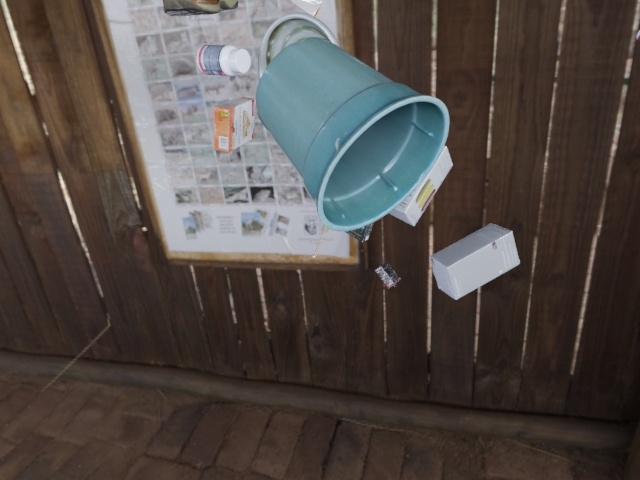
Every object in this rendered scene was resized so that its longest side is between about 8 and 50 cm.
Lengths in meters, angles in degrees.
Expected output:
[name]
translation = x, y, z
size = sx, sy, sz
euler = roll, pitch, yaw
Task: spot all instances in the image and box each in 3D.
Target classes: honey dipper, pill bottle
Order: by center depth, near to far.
[pill bottle]
translation = -0.349, -0.653, 1.644
size = 0.180, 0.107, 0.108
euler = 14, 29, 29
[honey dipper]
translation = 0.000, 0.000, 1.881
size = 0.031, 0.160, 0.030
euler = 23, -1, 0

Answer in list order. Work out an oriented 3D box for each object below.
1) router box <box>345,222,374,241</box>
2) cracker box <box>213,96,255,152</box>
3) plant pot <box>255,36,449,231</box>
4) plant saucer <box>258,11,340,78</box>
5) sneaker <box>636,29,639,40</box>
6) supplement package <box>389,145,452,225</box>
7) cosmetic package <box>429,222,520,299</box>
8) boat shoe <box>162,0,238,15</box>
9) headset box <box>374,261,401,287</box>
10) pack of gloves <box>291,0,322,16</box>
[router box]
translation = 0.090, -0.065, 1.261
size = 0.122, 0.092, 0.038
euler = 33, 37, 27
[cracker box]
translation = -0.314, -0.433, 1.676
size = 0.067, 0.155, 0.232
euler = 12, 28, 10
[plant pot]
translation = 0.045, -0.257, 1.014
size = 0.341, 0.341, 0.334
euler = -20, 57, -31
[plant saucer]
translation = -0.058, -0.646, 1.725
size = 0.401, 0.400, 0.101
euler = 12, 30, 35
[sneaker]
translation = 0.754, -0.458, 0.983
size = 0.042, 0.066, 0.118
euler = -4, -15, -25
[supplement package]
translation = 0.296, -0.194, 1.459
size = 0.134, 0.244, 0.139
euler = 31, -2, 30
[cosmetic package]
translation = 0.461, 0.061, 1.363
size = 0.238, 0.127, 0.107
euler = -30, 25, -12
[boat shoe]
translation = -0.291, -0.607, 1.083
size = 0.123, 0.119, 0.324
euler = 0, 30, 6
[headset box]
translation = 0.226, 0.117, 1.502
size = 0.032, 0.083, 0.062
euler = -42, -11, 30
[pack of gloves]
translation = -0.056, -0.777, 1.285
size = 0.232, 0.195, 0.046
euler = 36, 15, 7
